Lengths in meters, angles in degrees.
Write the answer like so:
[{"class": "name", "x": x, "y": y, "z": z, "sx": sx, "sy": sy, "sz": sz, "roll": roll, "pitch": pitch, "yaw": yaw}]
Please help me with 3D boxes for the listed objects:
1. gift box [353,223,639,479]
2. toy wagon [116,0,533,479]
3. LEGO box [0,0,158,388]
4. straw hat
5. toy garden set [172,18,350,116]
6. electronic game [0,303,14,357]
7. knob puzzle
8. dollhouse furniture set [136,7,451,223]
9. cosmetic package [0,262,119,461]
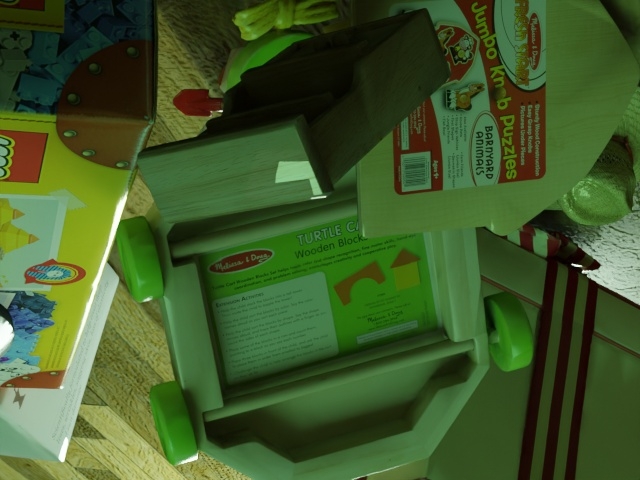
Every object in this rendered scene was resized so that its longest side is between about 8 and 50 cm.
[{"class": "gift box", "x": 0.119, "y": 0.124, "z": 1.182, "sx": 0.276, "sy": 0.258, "sz": 0.255, "roll": 30, "pitch": 148, "yaw": -28}, {"class": "toy wagon", "x": 0.000, "y": 0.000, "z": 0.949, "sx": 0.267, "sy": 0.344, "sz": 0.068, "roll": -14, "pitch": -162, "yaw": -14}, {"class": "LEGO box", "x": -0.341, "y": -0.062, "z": 1.022, "sx": 0.372, "sy": 0.193, "sz": 0.500, "roll": 3, "pitch": 155, "yaw": -15}, {"class": "straw hat", "x": 0.191, "y": -0.044, "z": 0.994, "sx": 0.144, "sy": 0.061, "sz": 0.144, "roll": -8, "pitch": 142, "yaw": -6}, {"class": "toy garden set", "x": 0.012, "y": -0.097, "z": 1.049, "sx": 0.244, "sy": 0.049, "sz": 0.204, "roll": -4, "pitch": 150, "yaw": 32}, {"class": "electronic game", "x": -0.342, "y": 0.079, "z": 1.037, "sx": 0.229, "sy": 0.048, "sz": 0.229, "roll": -11, "pitch": 158, "yaw": -4}, {"class": "knob puzzle", "x": 0.111, "y": -0.098, "z": 0.903, "sx": 0.213, "sy": 0.213, "sz": 0.030, "roll": 25, "pitch": -174, "yaw": -21}, {"class": "dollhouse furniture set", "x": -0.045, "y": -0.156, "z": 0.735, "sx": 0.212, "sy": 0.161, "sz": 0.242, "roll": -9, "pitch": 113, "yaw": 37}, {"class": "cosmetic package", "x": -0.420, "y": 0.080, "z": 1.399, "sx": 0.385, "sy": 0.217, "sz": 0.156, "roll": 6, "pitch": 153, "yaw": 18}]
